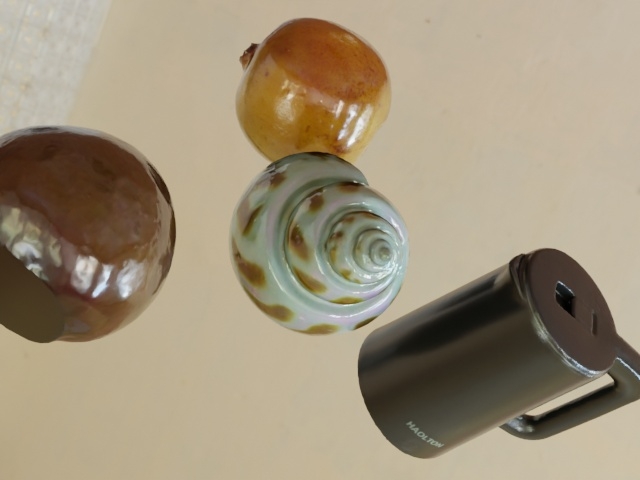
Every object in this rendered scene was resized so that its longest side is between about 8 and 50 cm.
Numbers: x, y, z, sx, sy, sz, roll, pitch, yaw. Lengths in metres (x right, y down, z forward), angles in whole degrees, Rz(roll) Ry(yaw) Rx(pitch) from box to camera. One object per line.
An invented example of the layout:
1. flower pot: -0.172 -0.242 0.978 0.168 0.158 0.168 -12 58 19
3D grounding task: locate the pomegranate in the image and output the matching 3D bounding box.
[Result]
1. pomegranate: -0.019 -0.236 1.458 0.264 0.264 0.264 22 -169 -4

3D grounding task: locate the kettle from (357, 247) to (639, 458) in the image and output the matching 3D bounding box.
1. kettle: 0.240 0.177 1.196 0.203 0.308 0.262 -29 -95 -50

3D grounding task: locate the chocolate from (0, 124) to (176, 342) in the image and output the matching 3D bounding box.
1. chocolate: -0.179 -0.015 0.650 0.176 0.177 0.177 22 -169 -4

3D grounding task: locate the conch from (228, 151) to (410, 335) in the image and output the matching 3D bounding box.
1. conch: 0.000 0.000 1.155 0.197 0.250 0.368 -3 179 -45
